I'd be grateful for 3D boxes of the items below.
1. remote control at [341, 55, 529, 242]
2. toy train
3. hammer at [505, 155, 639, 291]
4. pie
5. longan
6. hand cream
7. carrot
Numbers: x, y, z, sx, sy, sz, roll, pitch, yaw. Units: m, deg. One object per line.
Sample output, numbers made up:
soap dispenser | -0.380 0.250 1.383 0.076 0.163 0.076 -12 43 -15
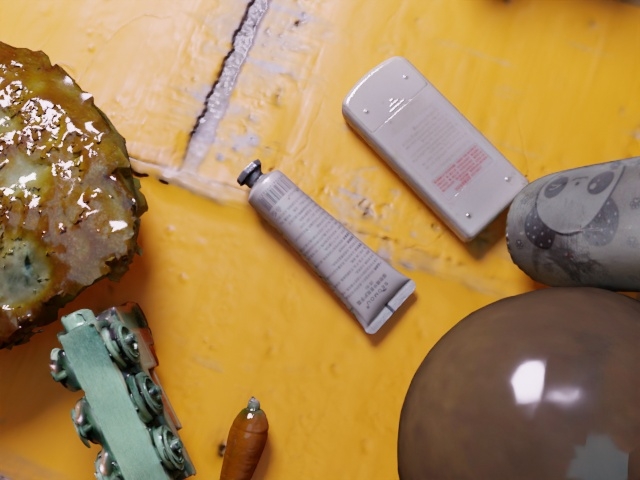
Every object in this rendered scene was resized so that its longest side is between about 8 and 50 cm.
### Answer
remote control | 0.107 -0.092 0.674 0.087 0.029 0.190 -43 83 -8
toy train | -0.161 0.137 0.592 0.074 0.118 0.175 -28 86 0
hammer | 0.320 -0.064 0.614 0.305 0.202 0.113 -36 106 -24
pie | -0.326 -0.047 0.624 0.355 0.103 0.288 38 82 10
longan | 0.186 0.160 0.532 0.258 0.258 0.257 0 80 -1
hand cream | 0.000 0.000 0.655 0.194 0.042 0.067 44 74 1
carrot | -0.073 0.209 0.619 0.035 0.035 0.142 13 87 1
